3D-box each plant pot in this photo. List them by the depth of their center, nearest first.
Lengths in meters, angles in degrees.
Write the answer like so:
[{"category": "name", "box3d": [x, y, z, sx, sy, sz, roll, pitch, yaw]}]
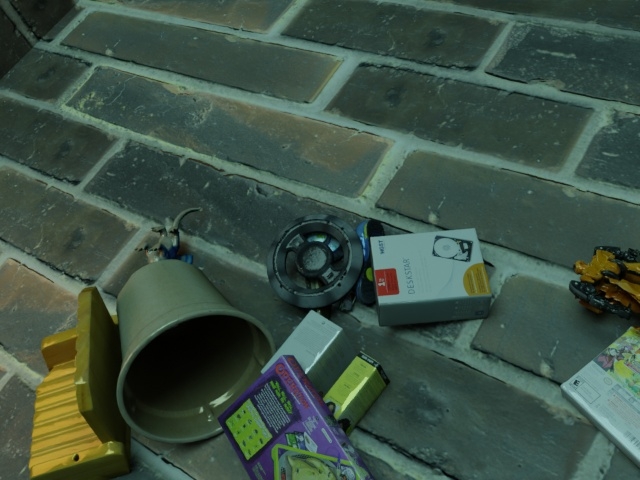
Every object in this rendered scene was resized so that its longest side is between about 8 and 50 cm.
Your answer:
[{"category": "plant pot", "box3d": [-0.302, 0.209, 1.543, 0.334, 0.334, 0.305, -35, 39, -6]}]

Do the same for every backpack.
[{"category": "backpack", "box3d": [0.000, 0.000, 1.700, 0.114, 0.084, 0.105, -4, 58, 14]}]

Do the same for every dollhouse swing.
[{"category": "dollhouse swing", "box3d": [-0.563, 0.317, 1.544, 0.315, 0.305, 0.347, -18, 52, 8]}]

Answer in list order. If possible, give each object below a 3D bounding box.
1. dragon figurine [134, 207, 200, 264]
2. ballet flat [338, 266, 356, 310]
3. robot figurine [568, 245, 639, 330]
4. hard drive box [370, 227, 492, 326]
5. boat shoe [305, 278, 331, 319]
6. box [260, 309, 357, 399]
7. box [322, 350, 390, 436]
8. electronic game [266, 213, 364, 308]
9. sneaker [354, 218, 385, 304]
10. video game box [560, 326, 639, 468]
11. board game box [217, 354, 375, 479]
[{"category": "dragon figurine", "box3d": [-0.386, 0.040, 1.818, 0.085, 0.144, 0.289, -2, 36, 22]}, {"category": "ballet flat", "box3d": [0.063, 0.112, 1.628, 0.041, 0.041, 0.114, -8, 53, 16]}, {"category": "robot figurine", "box3d": [0.625, 0.105, 1.357, 0.291, 0.085, 0.211, 21, 42, 32]}, {"category": "hard drive box", "box3d": [0.229, 0.078, 1.517, 0.232, 0.089, 0.181, -6, 52, 0]}, {"category": "boat shoe", "box3d": [-0.010, 0.125, 1.637, 0.049, 0.056, 0.152, -23, 50, 23]}, {"category": "box", "box3d": [-0.020, 0.257, 1.488, 0.091, 0.130, 0.170, 29, 69, 34]}, {"category": "box", "box3d": [0.042, 0.342, 1.432, 0.058, 0.087, 0.232, 27, 70, 36]}, {"category": "electronic game", "box3d": [-0.013, 0.045, 1.615, 0.229, 0.048, 0.229, -6, 67, 15]}, {"category": "sneaker", "box3d": [0.102, 0.055, 1.644, 0.082, 0.069, 0.209, -27, 50, 48]}, {"category": "video game box", "box3d": [0.579, 0.285, 1.289, 0.187, 0.048, 0.205, -38, 51, -6]}, {"category": "board game box", "box3d": [-0.039, 0.414, 1.334, 0.208, 0.056, 0.347, -47, 62, 22]}]
